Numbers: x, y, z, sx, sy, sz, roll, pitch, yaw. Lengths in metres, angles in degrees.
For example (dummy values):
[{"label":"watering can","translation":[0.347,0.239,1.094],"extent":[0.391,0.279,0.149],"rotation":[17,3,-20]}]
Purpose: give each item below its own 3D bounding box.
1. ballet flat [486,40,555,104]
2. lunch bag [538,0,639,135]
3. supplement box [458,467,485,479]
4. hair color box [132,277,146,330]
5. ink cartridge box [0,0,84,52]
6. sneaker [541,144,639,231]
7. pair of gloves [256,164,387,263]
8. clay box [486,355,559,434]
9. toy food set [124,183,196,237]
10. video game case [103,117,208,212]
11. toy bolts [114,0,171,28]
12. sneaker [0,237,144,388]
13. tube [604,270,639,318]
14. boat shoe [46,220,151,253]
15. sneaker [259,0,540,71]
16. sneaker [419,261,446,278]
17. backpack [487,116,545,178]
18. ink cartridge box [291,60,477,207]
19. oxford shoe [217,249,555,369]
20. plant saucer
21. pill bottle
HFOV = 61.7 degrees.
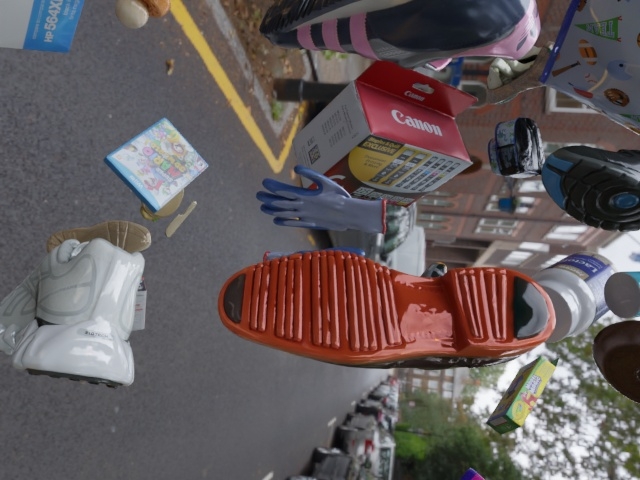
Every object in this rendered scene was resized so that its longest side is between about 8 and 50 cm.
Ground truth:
[{"label":"ballet flat","translation":[0.483,-0.418,1.316],"extent":[0.107,0.106,0.316],"rotation":[-58,-165,-9]},{"label":"lunch bag","translation":[0.610,-0.375,0.930],"extent":[0.238,0.328,0.385],"rotation":[-55,162,-3]},{"label":"supplement box","translation":[0.235,0.394,0.616],"extent":[0.111,0.220,0.114],"rotation":[-45,133,-8]},{"label":"hair color box","translation":[-0.531,0.180,1.467],"extent":[0.053,0.093,0.167],"rotation":[62,-34,38]},{"label":"ink cartridge box","translation":[-0.339,-0.256,0.471],"extent":[0.203,0.086,0.148],"rotation":[-13,68,-45]},{"label":"sneaker","translation":[0.509,-0.087,0.838],"extent":[0.125,0.341,0.139],"rotation":[113,-7,-61]},{"label":"pair of gloves","translation":[0.000,0.000,0.650],"extent":[0.023,0.159,0.198],"rotation":[-71,167,-50]},{"label":"clay box","translation":[0.522,0.387,1.379],"extent":[0.222,0.053,0.127],"rotation":[-47,166,-26]},{"label":"toy food set","translation":[-0.379,-0.111,1.261],"extent":[0.132,0.039,0.192],"rotation":[-54,144,-25]},{"label":"video game case","translation":[-0.283,-0.136,0.943],"extent":[0.119,0.015,0.166],"rotation":[49,40,-14]},{"label":"toy bolts","translation":[-0.323,-0.483,0.907],"extent":[0.228,0.218,0.158],"rotation":[38,75,-40]},{"label":"sneaker","translation":[-0.241,0.063,0.513],"extent":[0.110,0.292,0.118],"rotation":[21,73,-37]},{"label":"tube","translation":[0.432,0.056,0.621],"extent":[0.080,0.207,0.052],"rotation":[146,-61,-72]},{"label":"boat shoe","translation":[-0.618,0.011,1.521],"extent":[0.092,0.285,0.102],"rotation":[91,-9,-70]},{"label":"sneaker","translation":[0.049,-0.197,0.485],"extent":[0.112,0.131,0.319],"rotation":[-58,-149,0]},{"label":"sneaker","translation":[0.271,0.129,1.113],"extent":[0.215,0.084,0.083],"rotation":[48,66,-36]},{"label":"backpack","translation":[0.387,-0.183,1.068],"extent":[0.105,0.084,0.114],"rotation":[-3,87,-40]},{"label":"ink cartridge box","translation":[0.150,-0.199,1.089],"extent":[0.272,0.310,0.130],"rotation":[-36,-121,43]},{"label":"oxford shoe","translation":[0.050,0.076,0.456],"extent":[0.098,0.272,0.096],"rotation":[101,-6,-56]},{"label":"plant saucer","translation":[0.579,0.230,0.943],"extent":[0.036,0.199,0.198],"rotation":[-38,140,-36]},{"label":"pill bottle","translation":[0.542,0.123,1.174],"extent":[0.265,0.153,0.153],"rotation":[-16,116,-42]}]
